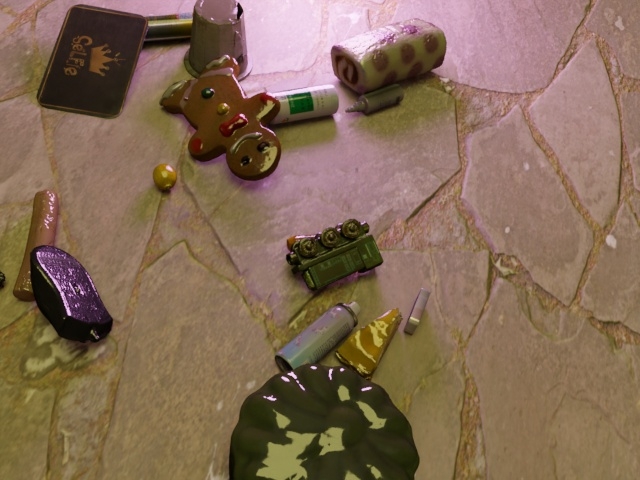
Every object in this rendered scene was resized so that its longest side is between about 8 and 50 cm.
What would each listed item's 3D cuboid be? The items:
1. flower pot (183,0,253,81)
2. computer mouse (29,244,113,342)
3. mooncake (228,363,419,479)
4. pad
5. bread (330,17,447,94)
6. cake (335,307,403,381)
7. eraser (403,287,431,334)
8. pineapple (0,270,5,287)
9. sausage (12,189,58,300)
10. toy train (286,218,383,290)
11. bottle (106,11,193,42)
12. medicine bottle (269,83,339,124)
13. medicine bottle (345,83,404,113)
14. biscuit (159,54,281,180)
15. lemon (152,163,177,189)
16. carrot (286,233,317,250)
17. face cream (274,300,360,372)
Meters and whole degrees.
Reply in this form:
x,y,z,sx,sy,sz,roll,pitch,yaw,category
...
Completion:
x,y,z,sx,sy,sz,roll,pitch,yaw,category
-0.297,-0.604,1.951,0.213,0.202,0.212,6,55,-9,flower pot
-0.554,0.130,1.428,0.264,0.088,0.147,50,17,25,computer mouse
0.003,0.415,1.250,0.357,0.194,0.356,4,55,-6,mooncake
-0.685,-0.540,1.870,0.315,0.063,0.375,8,67,-1,pad
0.211,-0.579,2.026,0.339,0.155,0.187,-26,49,-24,bread
0.134,0.236,1.473,0.185,0.079,0.116,-18,56,-26,cake
0.229,0.166,1.545,0.026,0.065,0.105,22,53,9,eraser
-0.783,0.064,1.466,0.160,0.074,0.074,29,55,3,pineapple
-0.657,0.004,1.530,0.066,0.065,0.301,1,56,-8,sausage
0.032,0.036,1.582,0.226,0.090,0.137,-23,89,-18,toy train
-0.509,-0.655,2.023,0.286,0.082,0.082,-9,56,-16,bottle
-0.080,-0.389,1.889,0.260,0.095,0.095,-15,58,-18,medicine bottle
0.157,-0.417,1.969,0.199,0.057,0.057,-24,61,-23,medicine bottle
-0.250,-0.334,1.777,0.283,0.064,0.432,-33,62,-2,biscuit
-0.401,-0.163,1.691,0.062,0.062,0.083,-15,57,-19,lemon
0.000,0.000,1.645,0.171,0.042,0.042,-8,56,-15,carrot
0.003,0.215,1.469,0.075,0.075,0.229,41,57,20,face cream
